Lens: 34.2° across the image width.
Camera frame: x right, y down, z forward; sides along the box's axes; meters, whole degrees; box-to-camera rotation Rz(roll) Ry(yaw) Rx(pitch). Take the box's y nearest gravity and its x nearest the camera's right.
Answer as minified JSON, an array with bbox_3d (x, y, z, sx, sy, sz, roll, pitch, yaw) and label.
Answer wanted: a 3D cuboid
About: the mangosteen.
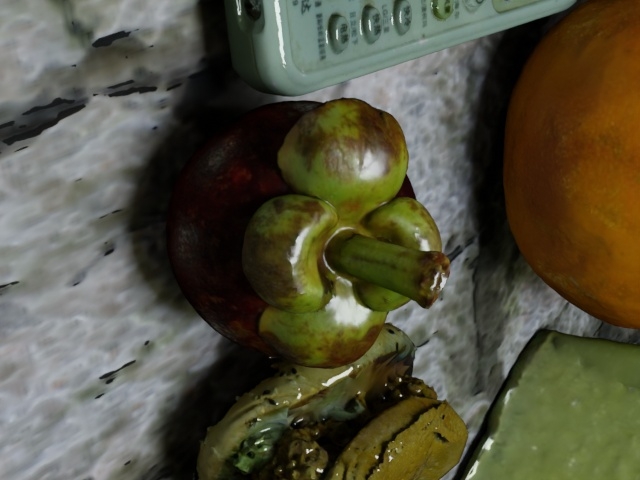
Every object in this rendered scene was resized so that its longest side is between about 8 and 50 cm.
[{"bbox_3d":[-0.011,0.002,0.572,0.146,0.181,0.156,-18,115,-2],"label":"mangosteen"}]

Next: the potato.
[{"bbox_3d":[0.266,0.281,0.913,0.330,0.280,0.213,-58,136,-19],"label":"potato"}]

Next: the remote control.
[{"bbox_3d":[0.066,-0.188,0.674,0.335,0.066,0.128,-25,116,-42],"label":"remote control"}]

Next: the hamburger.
[{"bbox_3d":[-0.002,0.138,0.666,0.185,0.113,0.177,-39,164,5],"label":"hamburger"}]

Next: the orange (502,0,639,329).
[{"bbox_3d":[0.267,-0.069,0.825,0.284,0.226,0.283,-18,113,-49],"label":"orange"}]
